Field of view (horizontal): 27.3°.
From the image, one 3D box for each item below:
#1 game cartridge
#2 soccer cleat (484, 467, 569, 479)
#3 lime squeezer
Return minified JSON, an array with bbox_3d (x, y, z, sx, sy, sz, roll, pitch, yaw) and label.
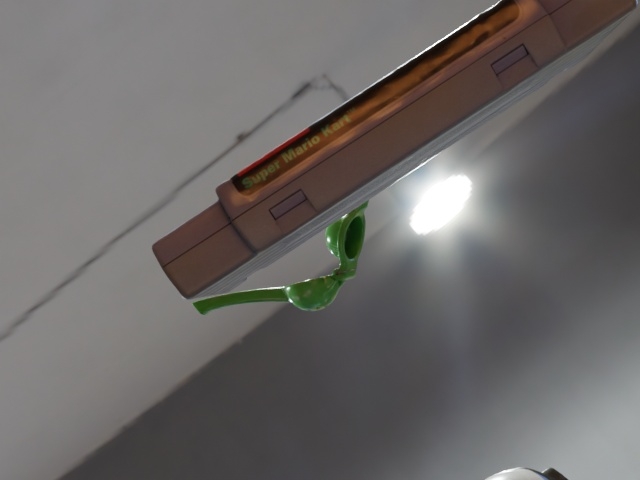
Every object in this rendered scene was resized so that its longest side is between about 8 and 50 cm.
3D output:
[{"bbox_3d":[0.049,-0.076,0.953,0.355,0.068,0.230,-33,-6,1],"label":"game cartridge"},{"bbox_3d":[0.221,0.338,1.058,0.116,0.331,0.143,-43,-4,40],"label":"soccer cleat"},{"bbox_3d":[0.000,0.000,1.351,0.059,0.110,0.310,13,-55,-51],"label":"lime squeezer"}]
